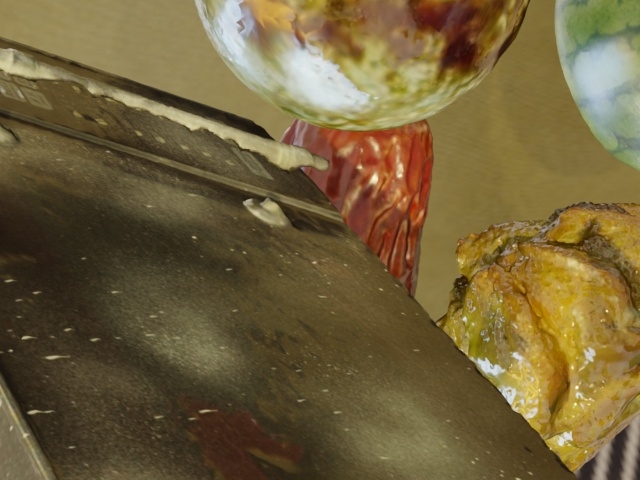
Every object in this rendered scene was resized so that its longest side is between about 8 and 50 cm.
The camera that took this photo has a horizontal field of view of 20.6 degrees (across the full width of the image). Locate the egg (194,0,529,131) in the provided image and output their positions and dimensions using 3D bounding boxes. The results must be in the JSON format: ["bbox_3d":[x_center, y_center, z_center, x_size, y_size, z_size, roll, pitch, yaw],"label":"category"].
[{"bbox_3d":[0.034,-0.216,1.184,0.238,0.238,0.289,22,106,30],"label":"egg"}]

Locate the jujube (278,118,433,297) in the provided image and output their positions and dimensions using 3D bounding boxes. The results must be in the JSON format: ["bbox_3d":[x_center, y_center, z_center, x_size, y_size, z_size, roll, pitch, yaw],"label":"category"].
[{"bbox_3d":[0.000,0.000,1.445,0.190,0.190,0.255,29,110,28],"label":"jujube"}]

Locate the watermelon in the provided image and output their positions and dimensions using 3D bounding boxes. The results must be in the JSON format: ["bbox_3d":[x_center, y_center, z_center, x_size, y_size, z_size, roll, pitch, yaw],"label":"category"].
[{"bbox_3d":[0.387,-0.197,1.634,0.331,0.189,0.330,0,88,6],"label":"watermelon"}]

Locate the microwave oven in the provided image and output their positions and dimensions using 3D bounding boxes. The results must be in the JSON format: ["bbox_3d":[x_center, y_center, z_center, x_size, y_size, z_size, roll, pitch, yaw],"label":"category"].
[{"bbox_3d":[-0.102,0.156,0.616,0.374,0.236,0.432,-60,37,16],"label":"microwave oven"}]

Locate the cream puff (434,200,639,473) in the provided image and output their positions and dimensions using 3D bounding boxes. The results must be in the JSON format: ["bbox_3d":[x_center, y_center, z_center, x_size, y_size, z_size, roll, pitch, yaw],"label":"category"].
[{"bbox_3d":[0.188,0.074,1.321,0.244,0.244,0.196,-55,47,22],"label":"cream puff"}]
